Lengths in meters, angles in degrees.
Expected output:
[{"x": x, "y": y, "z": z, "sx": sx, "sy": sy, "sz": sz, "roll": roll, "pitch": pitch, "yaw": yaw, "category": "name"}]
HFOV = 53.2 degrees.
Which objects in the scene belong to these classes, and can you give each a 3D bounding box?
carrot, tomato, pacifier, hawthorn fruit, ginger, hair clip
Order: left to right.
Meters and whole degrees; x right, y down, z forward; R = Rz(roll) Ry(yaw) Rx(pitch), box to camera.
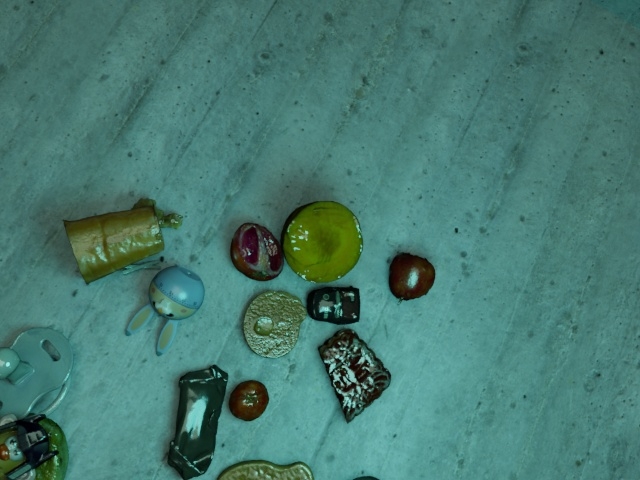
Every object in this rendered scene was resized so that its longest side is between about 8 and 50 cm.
[{"x": -0.798, "y": 0.353, "z": 1.679, "sx": 0.287, "sy": 0.226, "sz": 0.238, "roll": -40, "pitch": 67, "yaw": -14, "category": "pacifier"}, {"x": -0.582, "y": -0.004, "z": 1.829, "sx": 0.254, "sy": 0.196, "sz": 0.196, "roll": -19, "pitch": 81, "yaw": -14, "category": "carrot"}, {"x": -0.537, "y": 0.082, "z": 1.906, "sx": 0.115, "sy": 0.039, "sz": 0.030, "roll": -8, "pitch": 79, "yaw": -24, "category": "hair clip"}, {"x": -0.501, "y": -0.080, "z": 1.930, "sx": 0.165, "sy": 0.067, "sz": 0.096, "roll": 1, "pitch": 81, "yaw": -18, "category": "ginger"}, {"x": -0.203, "y": 0.457, "z": 1.831, "sx": 0.128, "sy": 0.128, "sz": 0.128, "roll": 3, "pitch": 76, "yaw": -10, "category": "hawthorn fruit"}, {"x": -0.209, "y": 0.041, "z": 1.946, "sx": 0.189, "sy": 0.099, "sz": 0.173, "roll": 25, "pitch": 50, "yaw": -45, "category": "tomato"}, {"x": 0.000, "y": 0.000, "z": 1.893, "sx": 0.242, "sy": 0.341, "sz": 0.241, "roll": 0, "pitch": 93, "yaw": -7, "category": "carrot"}, {"x": 0.278, "y": 0.125, "z": 1.996, "sx": 0.148, "sy": 0.148, "sz": 0.172, "roll": 25, "pitch": 80, "yaw": -4, "category": "hawthorn fruit"}]

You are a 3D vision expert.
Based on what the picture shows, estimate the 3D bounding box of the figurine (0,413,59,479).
[{"x": -0.812, "y": 0.542, "z": 1.603, "sx": 0.308, "sy": 0.143, "sz": 0.308, "roll": -3, "pitch": 100, "yaw": -15, "category": "figurine"}]

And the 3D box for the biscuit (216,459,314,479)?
[{"x": -0.140, "y": 0.805, "z": 1.768, "sx": 0.365, "sy": 0.062, "sz": 0.385, "roll": -7, "pitch": 77, "yaw": -1, "category": "biscuit"}]

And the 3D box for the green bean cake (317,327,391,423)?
[{"x": 0.084, "y": 0.394, "z": 1.911, "sx": 0.198, "sy": 0.097, "sz": 0.232, "roll": -35, "pitch": 86, "yaw": -17, "category": "green bean cake"}]

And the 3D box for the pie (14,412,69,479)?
[{"x": -0.813, "y": 0.599, "z": 1.703, "sx": 0.277, "sy": 0.078, "sz": 0.277, "roll": 2, "pitch": 74, "yaw": -5, "category": "pie"}]

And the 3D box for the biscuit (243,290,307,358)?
[{"x": -0.144, "y": 0.252, "z": 1.926, "sx": 0.181, "sy": 0.049, "sz": 0.208, "roll": 19, "pitch": 72, "yaw": -6, "category": "biscuit"}]

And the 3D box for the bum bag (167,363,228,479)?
[{"x": -0.355, "y": 0.511, "z": 1.811, "sx": 0.142, "sy": 0.080, "sz": 0.326, "roll": 15, "pitch": 71, "yaw": -15, "category": "bum bag"}]

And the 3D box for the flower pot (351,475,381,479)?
[{"x": 0.133, "y": 0.789, "z": 1.790, "sx": 0.189, "sy": 0.157, "sz": 0.243, "roll": 0, "pitch": 78, "yaw": -17, "category": "flower pot"}]

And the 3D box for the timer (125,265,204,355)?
[{"x": -0.441, "y": 0.190, "z": 1.827, "sx": 0.175, "sy": 0.175, "sz": 0.255, "roll": 35, "pitch": 74, "yaw": -1, "category": "timer"}]

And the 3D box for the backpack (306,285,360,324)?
[{"x": 0.044, "y": 0.198, "z": 1.944, "sx": 0.165, "sy": 0.106, "sz": 0.120, "roll": -2, "pitch": 82, "yaw": -20, "category": "backpack"}]
